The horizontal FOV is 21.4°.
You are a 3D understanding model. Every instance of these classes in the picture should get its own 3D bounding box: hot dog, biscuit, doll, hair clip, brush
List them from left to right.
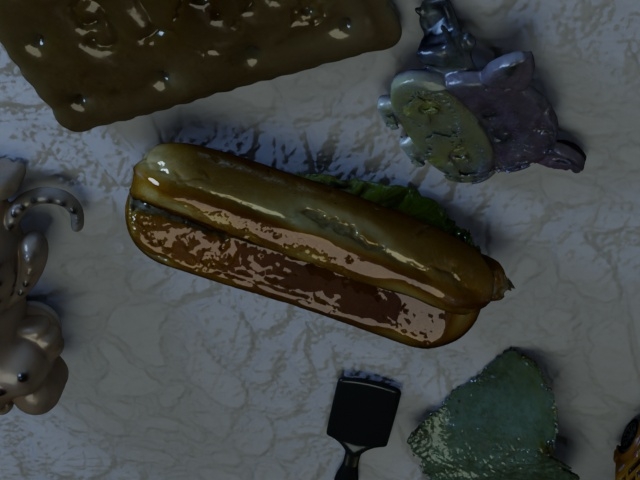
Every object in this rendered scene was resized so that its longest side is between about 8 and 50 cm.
[{"bbox_3d":[-0.302,0.048,1.554,0.154,0.119,0.278,12,124,0],"label":"doll"},{"bbox_3d":[-0.115,-0.196,1.324,0.325,0.044,0.217,-12,128,22],"label":"biscuit"},{"bbox_3d":[0.000,0.000,1.444,0.337,0.100,0.135,17,142,-2],"label":"hot dog"},{"bbox_3d":[0.034,0.200,1.678,0.063,0.016,0.193,13,133,1],"label":"brush"},{"bbox_3d":[0.118,-0.108,1.347,0.146,0.056,0.187,-6,134,26],"label":"hair clip"}]

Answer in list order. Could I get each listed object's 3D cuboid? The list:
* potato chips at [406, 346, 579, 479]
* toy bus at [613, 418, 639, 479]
[{"bbox_3d":[0.167,0.200,1.622,0.167,0.059,0.228,6,134,20],"label":"potato chips"},{"bbox_3d":[0.346,0.177,1.537,0.083,0.088,0.194,24,133,-9],"label":"toy bus"}]
